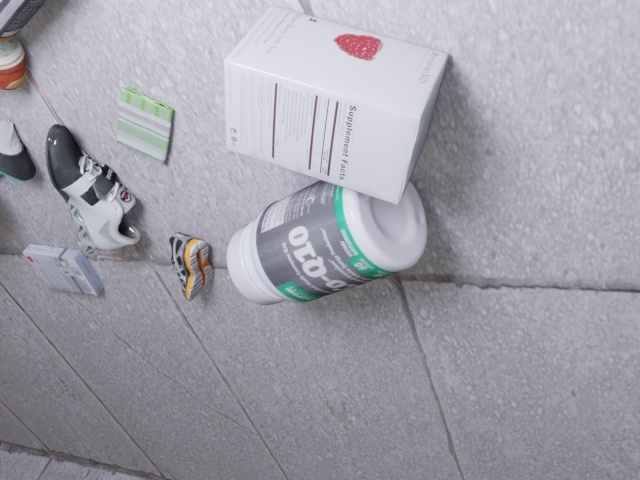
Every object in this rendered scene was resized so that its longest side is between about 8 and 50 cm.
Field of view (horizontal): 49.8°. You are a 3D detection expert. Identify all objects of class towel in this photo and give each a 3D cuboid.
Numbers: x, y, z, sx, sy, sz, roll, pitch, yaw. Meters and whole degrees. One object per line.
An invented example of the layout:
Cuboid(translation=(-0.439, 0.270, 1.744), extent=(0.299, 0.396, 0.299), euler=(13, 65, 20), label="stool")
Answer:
Cuboid(translation=(-0.349, -0.229, 1.370), extent=(0.113, 0.023, 0.152), euler=(25, 138, -1), label="towel")

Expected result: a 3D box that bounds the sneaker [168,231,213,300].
Cuboid(translation=(-0.309, 0.059, 1.619), extent=(0.083, 0.084, 0.215), euler=(29, 139, 18), label="sneaker")

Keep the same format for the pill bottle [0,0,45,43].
Cuboid(translation=(-0.508, -0.447, 1.110), extent=(0.278, 0.162, 0.162), euler=(-22, 121, 41), label="pill bottle")

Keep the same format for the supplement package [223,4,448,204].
Cuboid(translation=(0.021, -0.212, 1.058), extent=(0.293, 0.177, 0.175), euler=(18, 139, 9), label="supplement package")

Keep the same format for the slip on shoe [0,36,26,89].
Cuboid(translation=(-0.732, -0.370, 1.355), extent=(0.331, 0.123, 0.101), euler=(15, 143, 7), label="slip on shoe")

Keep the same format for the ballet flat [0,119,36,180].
Cuboid(translation=(-0.742, -0.243, 1.514), extent=(0.280, 0.095, 0.096), euler=(38, 127, -13), label="ballet flat")

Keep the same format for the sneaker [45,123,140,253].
Cuboid(translation=(-0.484, -0.115, 1.507), extent=(0.146, 0.122, 0.330), euler=(-4, 133, 8), label="sneaker")

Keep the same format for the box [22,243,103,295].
Cuboid(translation=(-0.701, 0.080, 1.878), extent=(0.186, 0.038, 0.145), euler=(5, 135, 23), label="box")

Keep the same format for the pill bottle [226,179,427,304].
Cuboid(translation=(0.000, 0.000, 1.279), extent=(0.361, 0.204, 0.204), euler=(-23, 120, 43), label="pill bottle")
